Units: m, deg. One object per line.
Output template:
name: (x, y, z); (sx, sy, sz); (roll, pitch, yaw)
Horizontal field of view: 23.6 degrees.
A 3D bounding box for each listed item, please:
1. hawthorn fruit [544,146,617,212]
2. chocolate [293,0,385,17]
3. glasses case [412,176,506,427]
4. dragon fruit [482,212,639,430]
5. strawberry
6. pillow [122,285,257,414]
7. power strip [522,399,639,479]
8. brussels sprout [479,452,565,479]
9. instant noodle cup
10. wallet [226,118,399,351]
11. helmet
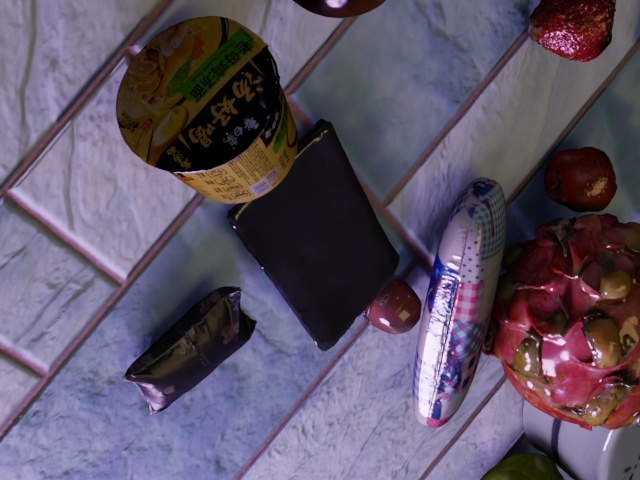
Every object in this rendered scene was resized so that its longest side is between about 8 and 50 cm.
hawthorn fruit: (0.316, -0.072, 1.877); (0.093, 0.093, 0.093); (-28, 136, -30)
chocolate: (0.022, -0.267, 1.399); (0.133, 0.127, 0.124); (-30, 170, -47)
glasses case: (0.163, 0.078, 1.808); (0.125, 0.076, 0.327); (-59, 161, -55)
dragon fruit: (0.338, 0.097, 1.880); (0.250, 0.269, 0.291); (-31, 153, -18)
strawberry: (0.279, -0.246, 1.695); (0.106, 0.106, 0.106); (-28, 136, -30)
pillow: (-0.132, 0.110, 1.563); (0.150, 0.048, 0.090); (-41, 134, -10)
power strip: (0.451, 0.214, 2.187); (0.357, 0.161, 0.357); (-28, 138, -29)
brussels sprout: (0.283, 0.384, 2.162); (0.180, 0.144, 0.161); (27, 65, -41)
instant noodle cup: (-0.092, -0.105, 1.362); (0.151, 0.151, 0.122); (-48, 153, -8)
wallet: (0.001, 0.000, 1.635); (0.146, 0.030, 0.285); (-48, 144, -12)
helmet: (0.088, 0.080, 1.776); (0.065, 0.049, 0.084); (-55, 144, 4)
